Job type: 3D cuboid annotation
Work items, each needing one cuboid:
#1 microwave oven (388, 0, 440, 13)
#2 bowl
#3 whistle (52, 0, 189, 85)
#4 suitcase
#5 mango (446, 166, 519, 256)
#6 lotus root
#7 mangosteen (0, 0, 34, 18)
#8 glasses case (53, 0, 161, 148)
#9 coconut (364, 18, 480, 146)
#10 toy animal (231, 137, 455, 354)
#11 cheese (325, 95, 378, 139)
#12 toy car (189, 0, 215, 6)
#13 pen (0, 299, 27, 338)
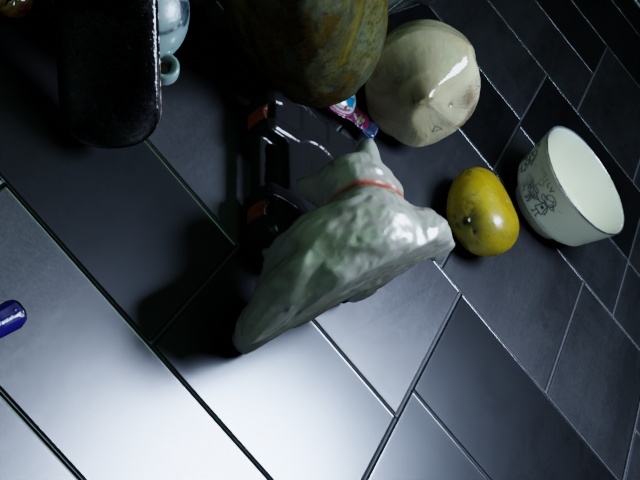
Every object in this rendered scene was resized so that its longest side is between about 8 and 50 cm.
[{"bbox_3d":[0.168,-0.585,2.214,0.286,0.218,0.355,56,33,-1],"label":"microwave oven"},{"bbox_3d":[0.459,-0.085,2.220,0.237,0.126,0.238,32,39,-31],"label":"bowl"},{"bbox_3d":[-0.262,-0.326,1.514,0.163,0.163,0.290,-20,78,-56],"label":"whistle"},{"bbox_3d":[-0.019,-0.065,1.666,0.206,0.066,0.286,30,41,-34],"label":"suitcase"},{"bbox_3d":[0.276,-0.052,1.998,0.137,0.098,0.195,41,28,-16],"label":"mango"},{"bbox_3d":[-0.016,-0.339,1.698,0.346,0.250,0.251,81,-4,-62],"label":"lotus root"},{"bbox_3d":[-0.397,-0.323,1.330,0.194,0.194,0.231,-25,107,-56],"label":"mangosteen"},{"bbox_3d":[-0.254,-0.271,1.395,0.082,0.122,0.321,-109,-162,-78],"label":"glasses case"},{"bbox_3d":[0.170,-0.261,1.954,0.224,0.224,0.224,32,40,-31],"label":"coconut"},{"bbox_3d":[0.000,0.000,1.474,0.188,0.307,0.266,62,3,3],"label":"toy animal"},{"bbox_3d":[0.040,-0.222,1.899,0.145,0.038,0.095,45,35,-12],"label":"cheese"},{"bbox_3d":[-0.204,-0.506,1.662,0.340,0.240,0.271,-12,73,-51],"label":"toy car"},{"bbox_3d":[-0.376,0.116,1.096,0.033,0.033,0.269,55,33,1],"label":"pen"}]
